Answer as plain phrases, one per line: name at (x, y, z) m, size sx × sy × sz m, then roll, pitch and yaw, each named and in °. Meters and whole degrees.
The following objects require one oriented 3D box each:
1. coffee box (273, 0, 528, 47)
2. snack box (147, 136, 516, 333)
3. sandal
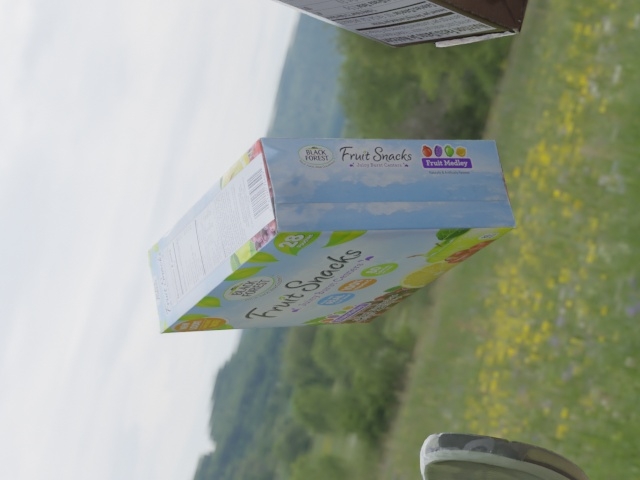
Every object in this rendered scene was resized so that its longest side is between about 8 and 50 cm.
coffee box at (-0.034, -0.176, 0.512) m, size 0.098 × 0.246 × 0.141 m, roll 6°, pitch 81°, yaw 64°
snack box at (0.000, 0.000, 0.942) m, size 0.207 × 0.174 × 0.070 m, roll -39°, pitch 57°, yaw 55°
sandal at (0.137, 0.245, 1.010) m, size 0.086 × 0.120 × 0.303 m, roll -68°, pitch -27°, yaw -44°
